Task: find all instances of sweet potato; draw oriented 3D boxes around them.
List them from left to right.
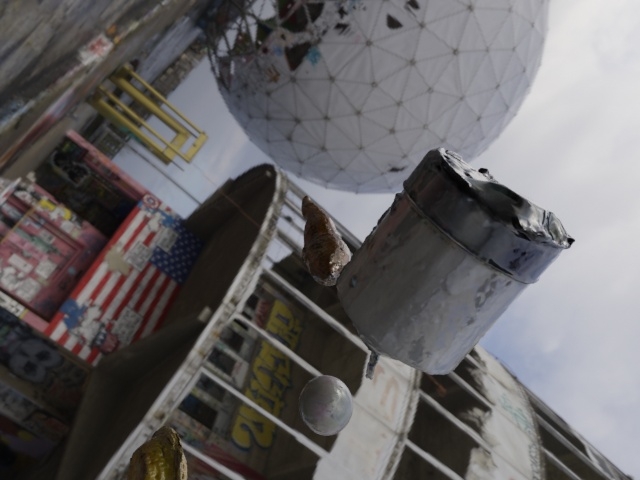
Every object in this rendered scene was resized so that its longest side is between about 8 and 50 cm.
[{"bbox_3d":[0.003,0.006,0.857,0.068,0.068,0.226,-43,-150,17],"label":"sweet potato"}]

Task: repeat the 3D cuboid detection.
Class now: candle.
[{"bbox_3d":[0.119,0.059,0.699,0.330,0.187,0.187,-56,-165,23],"label":"candle"}]

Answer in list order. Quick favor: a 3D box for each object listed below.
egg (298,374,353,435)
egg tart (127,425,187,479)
[{"bbox_3d":[0.011,0.314,1.129,0.103,0.135,0.103,-4,-132,5],"label":"egg"},{"bbox_3d":[-0.209,0.294,0.728,0.129,0.049,0.128,-29,-127,47],"label":"egg tart"}]
